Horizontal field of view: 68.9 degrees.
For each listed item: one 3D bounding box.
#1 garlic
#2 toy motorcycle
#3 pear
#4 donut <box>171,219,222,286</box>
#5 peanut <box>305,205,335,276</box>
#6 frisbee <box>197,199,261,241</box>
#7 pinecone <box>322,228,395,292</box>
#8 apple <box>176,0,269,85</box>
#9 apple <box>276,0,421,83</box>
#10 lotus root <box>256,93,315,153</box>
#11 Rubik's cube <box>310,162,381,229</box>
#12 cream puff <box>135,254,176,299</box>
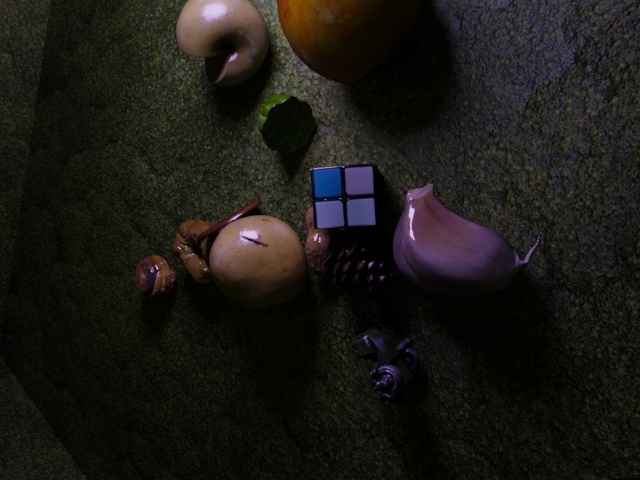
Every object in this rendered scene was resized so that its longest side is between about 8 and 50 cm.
[{"bbox_3d":[0.338,0.042,1.185,0.340,0.231,0.245,24,63,15],"label":"garlic"},{"bbox_3d":[0.163,0.311,1.295,0.275,0.205,0.127,52,122,14],"label":"toy motorcycle"},{"bbox_3d":[-0.190,0.074,1.468,0.310,0.309,0.308,4,97,35],"label":"pear"},{"bbox_3d":[-0.428,0.037,1.730,0.261,0.128,0.208,47,117,23],"label":"donut"},{"bbox_3d":[0.000,0.000,1.437,0.095,0.108,0.225,-3,91,27],"label":"peanut"},{"bbox_3d":[-0.307,-0.069,1.567,0.251,0.251,0.021,-25,101,34],"label":"frisbee"},{"bbox_3d":[0.107,0.064,1.329,0.205,0.184,0.179,26,98,-1],"label":"pinecone"},{"bbox_3d":[-0.313,-0.650,1.491,0.292,0.292,0.254,-48,44,29],"label":"apple"},{"bbox_3d":[0.089,-0.607,1.209,0.384,0.374,0.374,-41,66,-11],"label":"apple"},{"bbox_3d":[-0.131,-0.390,1.474,0.186,0.186,0.186,4,97,35],"label":"lotus root"},{"bbox_3d":[0.076,-0.119,1.295,0.180,0.183,0.167,-3,92,11],"label":"Rubik's cube"},{"bbox_3d":[-0.672,0.150,1.915,0.189,0.130,0.188,-1,89,43],"label":"cream puff"}]
